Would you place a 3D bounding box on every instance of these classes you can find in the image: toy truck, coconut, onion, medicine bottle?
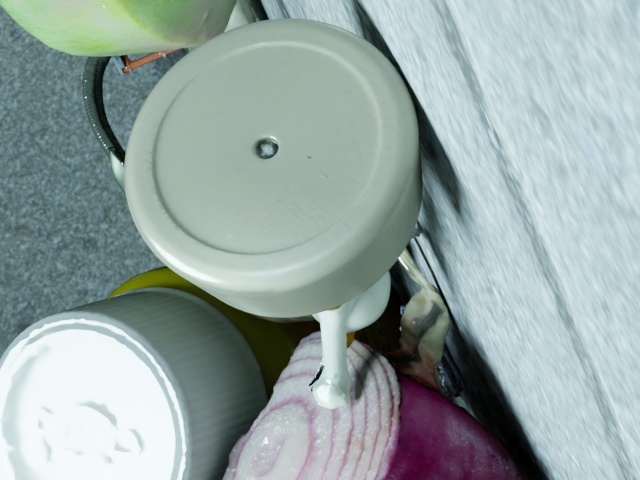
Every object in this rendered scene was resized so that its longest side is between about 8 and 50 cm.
[{"bbox_3d":[0.087,0.088,1.546,0.083,0.024,0.032,62,153,14],"label":"toy truck"},{"bbox_3d":[-0.143,-0.241,1.390,0.204,0.236,0.236,13,-139,-46],"label":"coconut"},{"bbox_3d":[0.056,0.206,1.393,0.230,0.272,0.256,38,-163,-29],"label":"onion"},{"bbox_3d":[-0.088,0.123,1.596,0.384,0.224,0.224,-12,-105,-63],"label":"medicine bottle"}]

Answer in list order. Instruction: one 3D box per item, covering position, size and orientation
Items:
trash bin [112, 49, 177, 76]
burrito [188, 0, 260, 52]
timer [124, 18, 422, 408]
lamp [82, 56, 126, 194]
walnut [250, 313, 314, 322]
[{"bbox_3d":[-0.215,-0.312,2.268,0.238,0.161,0.184,-100,-13,-75],"label":"trash bin"},{"bbox_3d":[-0.041,-0.082,1.807,0.117,0.076,0.392,42,160,59],"label":"burrito"},{"bbox_3d":[0.000,0.000,1.222,0.175,0.175,0.266,63,-178,28],"label":"timer"},{"bbox_3d":[-0.138,-0.146,1.571,0.203,0.124,0.283,86,-165,-82],"label":"lamp"},{"bbox_3d":[-0.034,-0.028,1.459,0.230,0.178,0.178,55,-177,-39],"label":"walnut"}]
